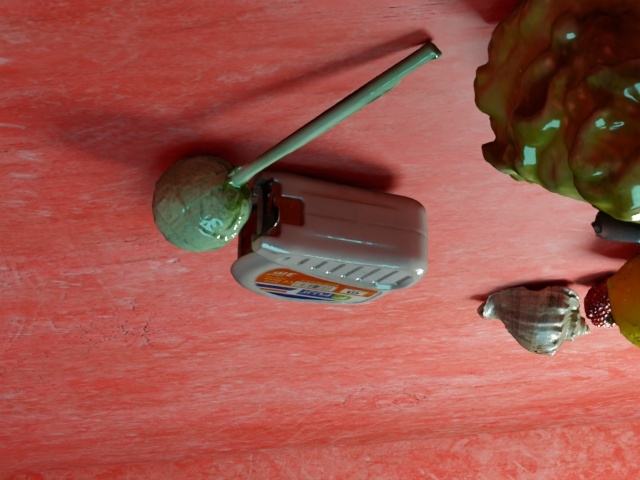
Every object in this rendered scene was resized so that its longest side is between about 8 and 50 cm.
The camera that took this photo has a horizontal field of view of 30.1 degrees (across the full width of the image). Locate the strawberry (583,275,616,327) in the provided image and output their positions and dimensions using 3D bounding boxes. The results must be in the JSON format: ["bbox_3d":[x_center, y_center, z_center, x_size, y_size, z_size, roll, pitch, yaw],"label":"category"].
[{"bbox_3d":[0.506,0.104,2.089,0.083,0.083,0.096,-5,131,0],"label":"strawberry"}]

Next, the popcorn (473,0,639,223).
[{"bbox_3d":[0.265,-0.148,1.146,0.173,0.225,0.286,-10,-162,-18],"label":"popcorn"}]

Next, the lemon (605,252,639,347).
[{"bbox_3d":[0.569,0.096,1.938,0.206,0.174,0.173,-7,159,4],"label":"lemon"}]

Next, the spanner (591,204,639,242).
[{"bbox_3d":[0.281,-0.052,1.253,0.093,0.026,0.325,-3,-161,-12],"label":"spanner"}]

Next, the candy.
[{"bbox_3d":[-0.038,-0.111,1.372,0.439,0.119,0.119,-31,149,35],"label":"candy"}]

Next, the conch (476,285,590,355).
[{"bbox_3d":[0.388,0.128,2.124,0.207,0.130,0.155,18,123,0],"label":"conch"}]

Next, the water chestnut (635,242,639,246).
[{"bbox_3d":[0.427,-0.095,1.290,0.244,0.289,0.289,-4,160,10],"label":"water chestnut"}]

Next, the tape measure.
[{"bbox_3d":[0.000,0.000,1.613,0.258,0.130,0.265,8,161,-24],"label":"tape measure"}]
